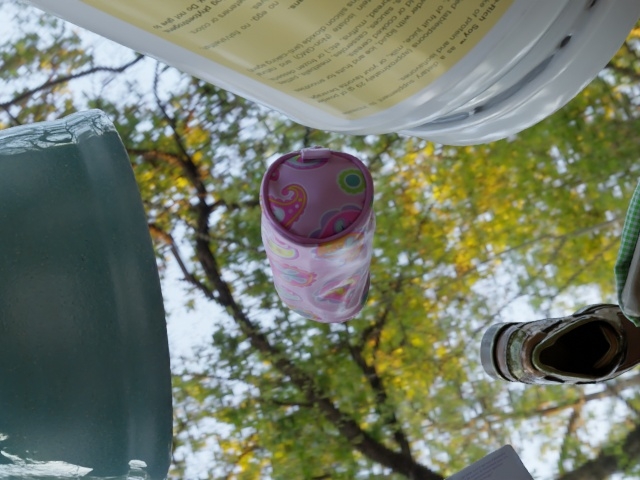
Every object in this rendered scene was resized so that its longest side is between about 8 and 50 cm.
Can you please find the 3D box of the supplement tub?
[{"bbox_3d":[-0.020,-0.186,0.465,0.331,0.241,0.241,18,-118,-42],"label":"supplement tub"}]

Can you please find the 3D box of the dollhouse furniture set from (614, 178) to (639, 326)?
[{"bbox_3d":[0.325,-0.084,0.983,0.198,0.151,0.301,6,-78,-39],"label":"dollhouse furniture set"}]

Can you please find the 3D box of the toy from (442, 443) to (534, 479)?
[{"bbox_3d":[0.161,0.305,0.882,0.137,0.056,0.237,-27,-126,-7],"label":"toy"}]

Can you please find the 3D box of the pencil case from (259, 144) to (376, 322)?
[{"bbox_3d":[0.000,0.000,1.176,0.124,0.284,0.124,-1,-110,3],"label":"pencil case"}]

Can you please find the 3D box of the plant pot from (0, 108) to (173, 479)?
[{"bbox_3d":[-0.241,0.059,0.779,0.196,0.293,0.293,-8,-102,-22],"label":"plant pot"}]

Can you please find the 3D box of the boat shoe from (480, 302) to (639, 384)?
[{"bbox_3d":[0.361,0.147,1.423,0.307,0.104,0.110,-8,-88,-33],"label":"boat shoe"}]
